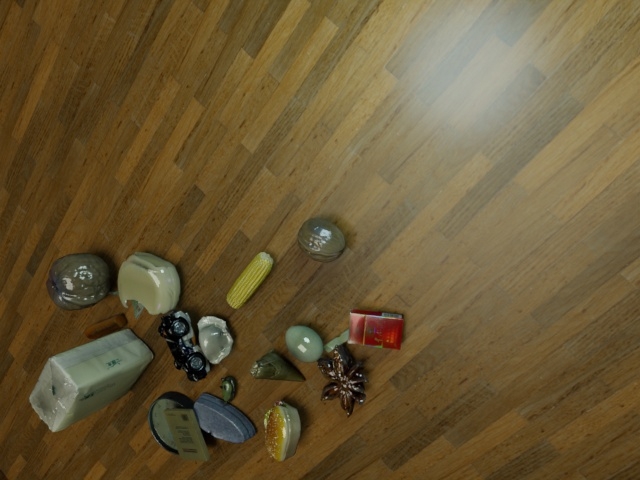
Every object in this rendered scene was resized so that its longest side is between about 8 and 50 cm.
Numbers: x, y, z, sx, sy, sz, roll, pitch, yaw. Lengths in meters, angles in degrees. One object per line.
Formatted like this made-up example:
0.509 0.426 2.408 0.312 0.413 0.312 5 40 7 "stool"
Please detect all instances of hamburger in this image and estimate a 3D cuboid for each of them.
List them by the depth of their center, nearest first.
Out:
-0.146 0.707 1.732 0.116 0.173 0.210 9 110 -18 "hamburger"

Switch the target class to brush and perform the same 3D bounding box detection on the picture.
0.080 0.334 1.618 0.033 0.030 0.178 44 119 -12 "brush"

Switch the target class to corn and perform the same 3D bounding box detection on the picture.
-0.255 0.144 1.693 0.081 0.081 0.248 44 114 9 "corn"

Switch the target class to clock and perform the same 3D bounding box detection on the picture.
-0.621 0.790 2.008 0.281 0.055 0.280 5 103 22 "clock"

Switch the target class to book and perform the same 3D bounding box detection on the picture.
-0.549 0.796 1.918 0.161 0.026 0.231 -11 100 31 "book"

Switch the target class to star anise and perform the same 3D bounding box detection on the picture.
0.077 0.483 1.621 0.214 0.099 0.220 42 120 25 "star anise"

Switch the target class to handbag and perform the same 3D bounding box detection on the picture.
-0.365 0.596 1.859 0.072 0.047 0.111 8 102 23 "handbag"

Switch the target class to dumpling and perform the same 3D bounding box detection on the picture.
-0.403 0.378 1.803 0.127 0.108 0.188 -17 80 0 "dumpling"

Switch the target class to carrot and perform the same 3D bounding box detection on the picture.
-0.951 0.383 2.057 0.225 0.067 0.067 -22 92 24 "carrot"

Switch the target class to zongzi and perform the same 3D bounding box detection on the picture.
-0.155 0.481 1.681 0.176 0.160 0.078 34 108 15 "zongzi"

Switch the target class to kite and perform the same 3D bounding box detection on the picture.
-0.814 0.230 1.996 0.250 0.012 0.229 -3 99 25 "kite"

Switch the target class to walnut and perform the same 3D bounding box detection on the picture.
0.001 -0.001 1.523 0.162 0.140 0.140 40 115 28 "walnut"
-0.998 0.170 1.944 0.248 0.248 0.248 5 103 22 "walnut"

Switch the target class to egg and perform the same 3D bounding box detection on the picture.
-0.058 0.361 1.636 0.152 0.114 0.114 40 114 20 "egg"

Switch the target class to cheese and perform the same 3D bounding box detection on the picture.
-0.685 0.173 1.862 0.266 0.127 0.233 23 110 19 "cheese"

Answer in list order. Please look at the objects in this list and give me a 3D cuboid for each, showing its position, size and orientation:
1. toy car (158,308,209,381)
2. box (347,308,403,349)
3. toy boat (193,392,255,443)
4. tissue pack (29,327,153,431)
-0.536 0.419 1.849 0.193 0.118 0.301 -21 97 53 "toy car"
0.181 0.290 1.532 0.175 0.048 0.112 5 104 9 "box"
-0.392 0.725 1.883 0.283 0.078 0.127 22 106 19 "toy boat"
-0.932 0.559 1.915 0.207 0.380 0.297 44 116 14 "tissue pack"
